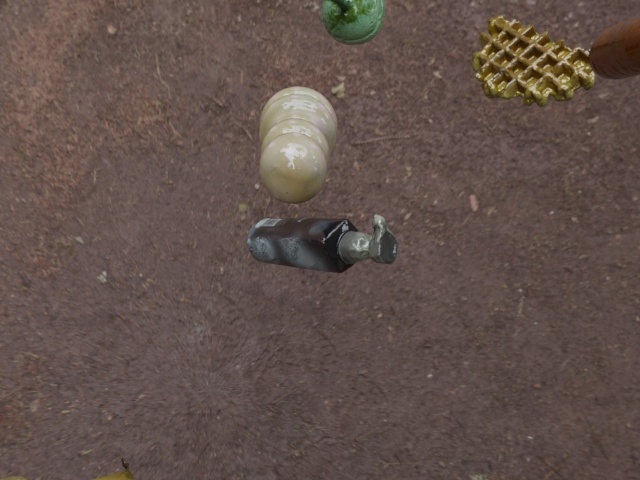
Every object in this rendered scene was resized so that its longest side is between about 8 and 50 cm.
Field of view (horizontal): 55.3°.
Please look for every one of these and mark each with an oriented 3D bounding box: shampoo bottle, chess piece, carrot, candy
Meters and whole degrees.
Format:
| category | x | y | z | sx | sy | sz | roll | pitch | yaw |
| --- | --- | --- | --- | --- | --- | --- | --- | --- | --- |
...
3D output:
| category | x | y | z | sx | sy | sz | roll | pitch | yaw |
| --- | --- | --- | --- | --- | --- | --- | --- | --- | --- |
| shampoo bottle | -0.001 | 0.001 | 0.694 | 0.057 | 0.208 | 0.063 | -48 | 122 | -32 |
| chess piece | -0.023 | -0.094 | 0.644 | 0.094 | 0.170 | 0.094 | -1 | 120 | -2 |
| carrot | 0.262 | -0.154 | 0.455 | 0.048 | 0.216 | 0.048 | 0 | 97 | -1 |
| candy | 0.018 | -0.383 | 0.949 | 0.119 | 0.440 | 0.119 | 3 | 102 | 15 |

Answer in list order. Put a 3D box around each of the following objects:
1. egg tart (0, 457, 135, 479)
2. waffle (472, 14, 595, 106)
| category | x | y | z | sx | sy | sz | roll | pitch | yaw |
| --- | --- | --- | --- | --- | --- | --- | --- | --- | --- |
| egg tart | -0.123 | 0.254 | 0.417 | 0.116 | 0.295 | 0.294 | -39 | 86 | -31 |
| waffle | 0.315 | -0.269 | 0.900 | 0.192 | 0.046 | 0.160 | 7 | 67 | 34 |
